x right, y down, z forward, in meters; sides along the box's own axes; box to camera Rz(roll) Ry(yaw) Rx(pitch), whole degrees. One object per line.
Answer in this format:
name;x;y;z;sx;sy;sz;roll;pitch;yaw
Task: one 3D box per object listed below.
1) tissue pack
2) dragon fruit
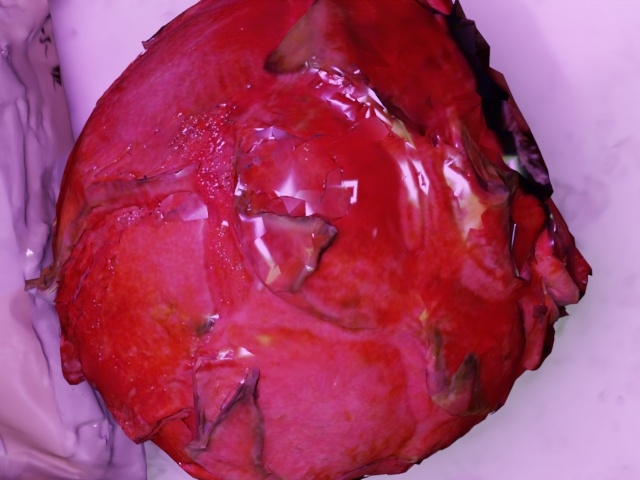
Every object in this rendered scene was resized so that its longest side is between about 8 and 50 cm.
tissue pack;-0.312;0.007;1.156;0.390;0.195;0.375;-4;100;14
dragon fruit;0.000;0.000;1.054;0.295;0.295;0.301;43;90;2
